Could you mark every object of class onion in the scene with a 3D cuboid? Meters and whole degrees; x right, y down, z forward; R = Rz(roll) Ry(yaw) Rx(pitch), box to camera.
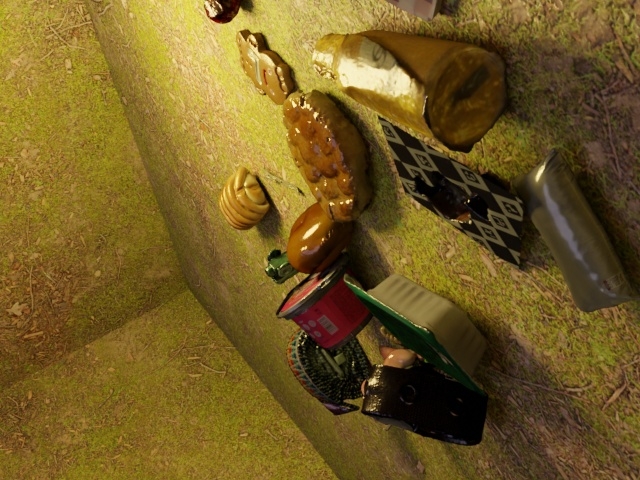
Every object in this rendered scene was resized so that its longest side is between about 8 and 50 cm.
[{"bbox_3d":[-0.239,-0.586,1.809,0.107,0.097,0.107,-8,78,40],"label":"onion"}]

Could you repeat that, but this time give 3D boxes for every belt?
[{"bbox_3d":[0.028,0.389,2.314,0.295,0.207,0.160,48,157,-7],"label":"belt"},{"bbox_3d":[0.240,0.363,1.681,0.289,0.164,0.184,17,161,-8],"label":"belt"}]

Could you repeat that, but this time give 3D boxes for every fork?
[{"bbox_3d":[-0.118,-0.171,2.159,0.219,0.028,0.034,38,146,48],"label":"fork"}]

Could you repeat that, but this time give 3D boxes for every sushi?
[{"bbox_3d":[0.248,-0.096,1.276,0.294,0.059,0.292,38,171,27],"label":"sushi"}]

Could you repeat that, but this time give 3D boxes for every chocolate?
[{"bbox_3d":[0.113,-0.279,1.262,0.445,0.162,0.162,35,148,53],"label":"chocolate"}]

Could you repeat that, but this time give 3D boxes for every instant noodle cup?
[{"bbox_3d":[0.031,0.180,1.997,0.181,0.258,0.302,49,165,-7],"label":"instant noodle cup"}]

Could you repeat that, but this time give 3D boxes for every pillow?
[{"bbox_3d":[0.375,-0.009,1.110,0.254,0.078,0.144,61,170,2],"label":"pillow"}]

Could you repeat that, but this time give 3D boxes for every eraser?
[{"bbox_3d":[0.143,-0.398,1.171,0.105,0.026,0.065,31,148,15],"label":"eraser"}]

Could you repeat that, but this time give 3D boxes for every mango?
[{"bbox_3d":[0.000,0.000,1.921,0.136,0.166,0.236,32,134,-12],"label":"mango"}]

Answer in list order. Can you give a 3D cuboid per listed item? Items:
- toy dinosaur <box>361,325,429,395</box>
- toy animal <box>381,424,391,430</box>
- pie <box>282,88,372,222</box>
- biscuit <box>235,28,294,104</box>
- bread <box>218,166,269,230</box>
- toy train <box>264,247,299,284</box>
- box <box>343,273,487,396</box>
[{"bbox_3d":[0.184,0.333,1.855,0.152,0.177,0.194,79,180,-48],"label":"toy dinosaur"},{"bbox_3d":[0.202,0.418,2.040,0.197,0.160,0.272,57,153,15],"label":"toy animal"},{"bbox_3d":[0.013,-0.200,1.734,0.339,0.083,0.339,52,159,30],"label":"pie"},{"bbox_3d":[-0.143,-0.431,1.860,0.249,0.035,0.184,47,156,33],"label":"biscuit"},{"bbox_3d":[-0.264,-0.121,2.447,0.172,0.121,0.311,59,161,3],"label":"bread"},{"bbox_3d":[-0.066,0.056,2.094,0.083,0.200,0.132,51,164,31],"label":"toy train"},{"bbox_3d":[0.230,0.178,1.612,0.264,0.106,0.337,47,170,-34],"label":"box"}]
